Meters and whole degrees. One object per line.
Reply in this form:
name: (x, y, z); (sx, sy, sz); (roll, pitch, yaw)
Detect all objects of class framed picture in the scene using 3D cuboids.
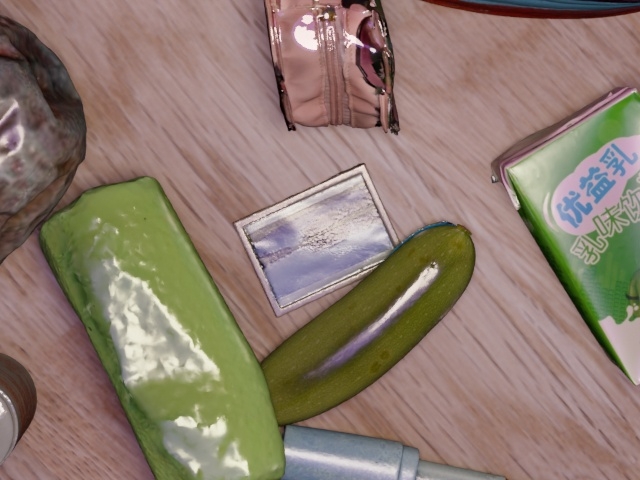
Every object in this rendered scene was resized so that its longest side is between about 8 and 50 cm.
framed picture: (0.000, 0.000, 1.960); (0.149, 0.011, 0.109); (-25, 96, 1)

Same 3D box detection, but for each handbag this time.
handbag: (0.008, -0.192, 1.850); (0.116, 0.205, 0.179); (-9, 65, 1)

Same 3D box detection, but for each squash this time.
squash: (0.026, 0.108, 1.934); (0.341, 0.094, 0.094); (-39, 96, 5)

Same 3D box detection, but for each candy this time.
candy: (-0.153, 0.103, 1.886); (0.142, 0.132, 0.343); (-24, 86, -21)

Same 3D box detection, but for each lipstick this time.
lipstick: (0.093, 0.243, 1.964); (0.274, 0.061, 0.068); (12, 95, -3)

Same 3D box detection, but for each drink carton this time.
drink carton: (0.303, -0.001, 1.918); (0.161, 0.108, 0.271); (-31, 95, 0)

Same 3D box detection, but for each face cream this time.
face cream: (-0.337, 0.175, 1.853); (0.101, 0.251, 0.101); (0, 97, -1)

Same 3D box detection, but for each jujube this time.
jujube: (-0.376, -0.068, 1.852); (0.317, 0.226, 0.226); (-43, 96, 9)

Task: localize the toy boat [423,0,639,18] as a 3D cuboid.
toy boat: (0.167, -0.291, 1.904); (0.392, 0.079, 0.136); (15, 97, 0)
